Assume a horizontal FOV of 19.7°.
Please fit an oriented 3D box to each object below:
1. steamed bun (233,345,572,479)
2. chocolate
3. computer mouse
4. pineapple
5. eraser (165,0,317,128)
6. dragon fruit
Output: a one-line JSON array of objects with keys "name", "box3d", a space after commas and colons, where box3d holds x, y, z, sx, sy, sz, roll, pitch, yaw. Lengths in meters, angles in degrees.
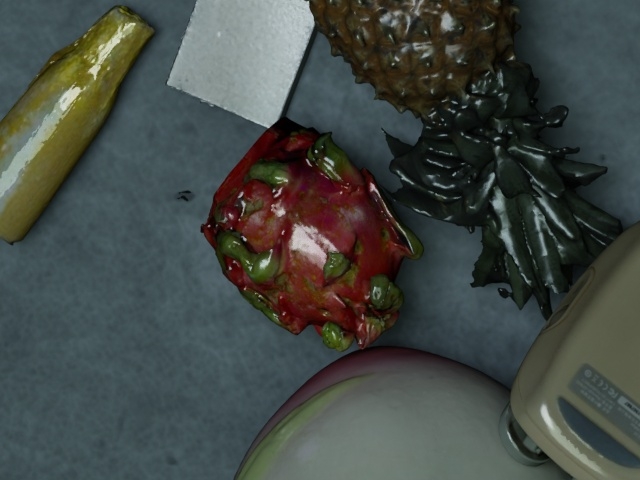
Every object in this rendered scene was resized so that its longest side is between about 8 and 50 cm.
[{"name": "steamed bun", "box3d": [0.060, 0.211, 1.436, 0.309, 0.309, 0.309, 2, 98, 11]}, {"name": "chocolate", "box3d": [-0.216, -0.101, 1.534, 0.085, 0.085, 0.219, 41, 99, 3]}, {"name": "computer mouse", "box3d": [0.233, 0.087, 1.344, 0.145, 0.082, 0.236, 37, 71, 1]}, {"name": "pineapple", "box3d": [0.118, -0.085, 1.429, 0.165, 0.165, 0.365, -26, 94, 13]}, {"name": "eraser", "box3d": [-0.054, -0.176, 1.514, 0.103, 0.023, 0.150, 23, 102, 7]}, {"name": "dragon fruit", "box3d": [0.000, 0.000, 1.459, 0.172, 0.160, 0.166, 40, 144, 8]}]
